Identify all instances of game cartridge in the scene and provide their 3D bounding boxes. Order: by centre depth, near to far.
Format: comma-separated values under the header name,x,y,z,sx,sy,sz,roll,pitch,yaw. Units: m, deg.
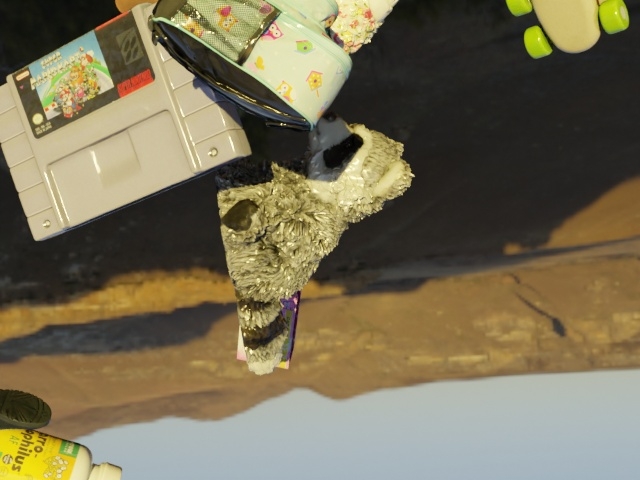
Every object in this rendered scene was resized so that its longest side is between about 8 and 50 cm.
name,x,y,z,sx,sy,sz,roll,pitch,yaw
game cartridge,-0.282,-0.159,1.161,0.354,0.230,0.068,-20,-175,25

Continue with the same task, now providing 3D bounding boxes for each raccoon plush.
name,x,y,z,sx,sy,sz,roll,pitch,yaw
raccoon plush,0.000,0.000,1.419,0.299,0.216,0.447,-8,135,-3

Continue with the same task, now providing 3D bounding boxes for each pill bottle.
name,x,y,z,sx,sy,sz,roll,pitch,yaw
pill bottle,-0.392,0.331,1.220,0.208,0.118,0.117,21,167,-12

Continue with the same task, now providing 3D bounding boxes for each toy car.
name,x,y,z,sx,sy,sz,roll,pitch,yaw
toy car,0.410,-0.398,1.391,0.155,0.149,0.188,-12,-152,39

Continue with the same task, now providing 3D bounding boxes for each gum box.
name,x,y,z,sx,sy,sz,roll,pitch,yaw
gum box,-0.101,0.155,1.728,0.107,0.189,0.062,11,-148,4

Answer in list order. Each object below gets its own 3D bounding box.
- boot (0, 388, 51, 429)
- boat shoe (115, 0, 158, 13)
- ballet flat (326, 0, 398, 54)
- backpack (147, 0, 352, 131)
name,x,y,z,sx,sy,sz,roll,pitch,yaw
boot,-0.373,0.214,0.983,0.121,0.099,0.045,15,-148,-18
boat shoe,-0.286,-0.453,1.672,0.206,0.073,0.073,13,138,9
ballet flat,0.067,-0.316,1.011,0.077,0.241,0.091,-1,147,27
backpack,-0.057,-0.197,0.866,0.188,0.144,0.166,41,175,-8
